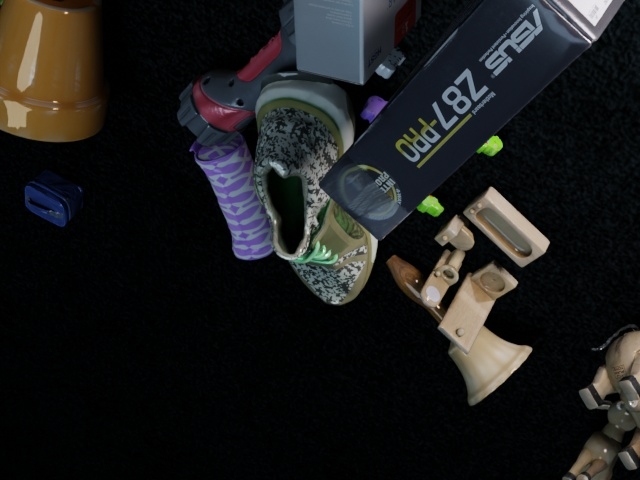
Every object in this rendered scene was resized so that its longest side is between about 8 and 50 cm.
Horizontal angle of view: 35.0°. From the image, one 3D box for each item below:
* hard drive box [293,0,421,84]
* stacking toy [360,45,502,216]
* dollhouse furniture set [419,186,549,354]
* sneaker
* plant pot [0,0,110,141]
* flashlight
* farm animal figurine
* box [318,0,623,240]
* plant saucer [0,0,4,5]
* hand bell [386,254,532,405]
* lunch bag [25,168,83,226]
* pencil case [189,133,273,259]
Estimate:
[{"bbox_3d":[0.045,-0.324,1.138,0.089,0.181,0.232,17,135,20],"label":"hard drive box"},{"bbox_3d":[0.115,-0.147,1.352,0.221,0.052,0.167,37,140,-4],"label":"stacking toy"},{"bbox_3d":[0.216,0.043,1.394,0.144,0.123,0.151,42,138,-7],"label":"dollhouse furniture set"},{"bbox_3d":[-0.030,-0.025,1.381,0.158,0.182,0.410,7,140,20],"label":"sneaker"},{"bbox_3d":[-0.398,-0.276,1.481,0.205,0.205,0.188,27,121,11],"label":"plant pot"},{"bbox_3d":[-0.079,-0.239,1.365,0.103,0.103,0.304,25,140,-26],"label":"flashlight"},{"bbox_3d":[0.469,0.261,1.407,0.330,0.172,0.326,-5,112,46],"label":"farm animal figurine"},{"bbox_3d":[0.188,-0.211,0.984,0.097,0.395,0.318,43,137,-4],"label":"box"},{"bbox_3d":[-0.477,-0.437,1.483,0.188,0.045,0.188,48,137,-13],"label":"plant saucer"},{"bbox_3d":[0.187,0.115,1.514,0.242,0.126,0.126,47,138,6],"label":"hand bell"},{"bbox_3d":[-0.476,-0.075,1.792,0.098,0.065,0.067,25,137,12],"label":"lunch bag"},{"bbox_3d":[-0.128,-0.066,1.552,0.088,0.086,0.206,-6,124,22],"label":"pencil case"}]
